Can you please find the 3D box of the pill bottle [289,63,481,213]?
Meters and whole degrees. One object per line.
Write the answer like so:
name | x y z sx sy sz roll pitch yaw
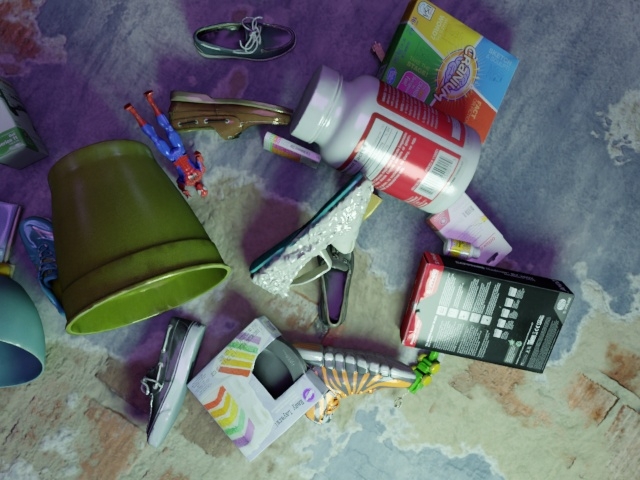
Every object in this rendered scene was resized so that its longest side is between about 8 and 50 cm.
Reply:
pill bottle | 0.146 -0.240 1.371 0.408 0.229 0.228 24 88 -14

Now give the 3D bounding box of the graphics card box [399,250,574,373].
graphics card box | 0.403 0.179 1.450 0.371 0.094 0.232 12 109 -3

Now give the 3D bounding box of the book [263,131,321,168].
book | -0.069 -0.222 1.451 0.144 0.096 0.035 24 87 -4

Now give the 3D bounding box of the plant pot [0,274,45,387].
plant pot | -0.767 0.189 1.329 0.291 0.290 0.195 -3 55 -4

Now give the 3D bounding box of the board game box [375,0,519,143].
board game box | 0.313 -0.415 1.461 0.317 0.064 0.242 24 87 -18

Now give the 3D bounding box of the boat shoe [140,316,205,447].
boat shoe | -0.375 0.336 1.415 0.105 0.113 0.306 17 85 3

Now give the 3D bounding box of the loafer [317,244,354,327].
loafer | 0.040 0.086 1.461 0.096 0.084 0.267 0 89 -3

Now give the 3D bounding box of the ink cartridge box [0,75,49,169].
ink cartridge box | -0.747 -0.284 1.374 0.087 0.153 0.208 -28 92 -5

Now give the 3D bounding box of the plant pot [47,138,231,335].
plant pot | -0.438 -0.022 1.322 0.367 0.366 0.352 -23 79 -4

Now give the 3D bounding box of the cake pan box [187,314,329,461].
cake pan box | -0.147 0.348 1.402 0.267 0.070 0.245 -43 82 12

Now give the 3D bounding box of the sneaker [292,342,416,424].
sneaker | 0.068 0.366 1.454 0.322 0.124 0.179 9 93 7

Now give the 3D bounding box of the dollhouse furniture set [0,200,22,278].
dollhouse furniture set | -0.843 -0.068 1.342 0.304 0.198 0.286 16 88 -4

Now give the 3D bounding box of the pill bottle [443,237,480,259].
pill bottle | 0.347 0.022 1.439 0.083 0.043 0.043 12 88 -1

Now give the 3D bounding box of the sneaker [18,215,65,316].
sneaker | -0.633 0.062 1.399 0.107 0.110 0.275 -29 91 -5

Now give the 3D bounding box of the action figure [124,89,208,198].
action figure | -0.341 -0.208 1.381 0.091 0.139 0.280 -37 120 -10

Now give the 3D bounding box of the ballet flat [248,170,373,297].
ballet flat | 0.000 0.000 1.383 0.409 0.147 0.147 -39 93 30

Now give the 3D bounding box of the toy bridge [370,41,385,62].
toy bridge | 0.174 -0.417 1.489 0.026 0.063 0.188 -23 92 -4

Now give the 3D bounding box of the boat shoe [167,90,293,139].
boat shoe | -0.221 -0.297 1.442 0.308 0.111 0.104 8 97 8

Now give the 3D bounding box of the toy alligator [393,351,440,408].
toy alligator | 0.254 0.353 1.493 0.189 0.056 0.051 -54 133 -3

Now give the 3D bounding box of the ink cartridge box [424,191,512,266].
ink cartridge box | 0.377 -0.016 1.496 0.115 0.067 0.198 -41 91 -2

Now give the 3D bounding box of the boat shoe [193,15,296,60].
boat shoe | -0.186 -0.503 1.455 0.255 0.079 0.095 1 89 -4

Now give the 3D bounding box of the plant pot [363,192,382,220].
plant pot | 0.098 -0.092 1.473 0.081 0.081 0.083 31 98 -3
